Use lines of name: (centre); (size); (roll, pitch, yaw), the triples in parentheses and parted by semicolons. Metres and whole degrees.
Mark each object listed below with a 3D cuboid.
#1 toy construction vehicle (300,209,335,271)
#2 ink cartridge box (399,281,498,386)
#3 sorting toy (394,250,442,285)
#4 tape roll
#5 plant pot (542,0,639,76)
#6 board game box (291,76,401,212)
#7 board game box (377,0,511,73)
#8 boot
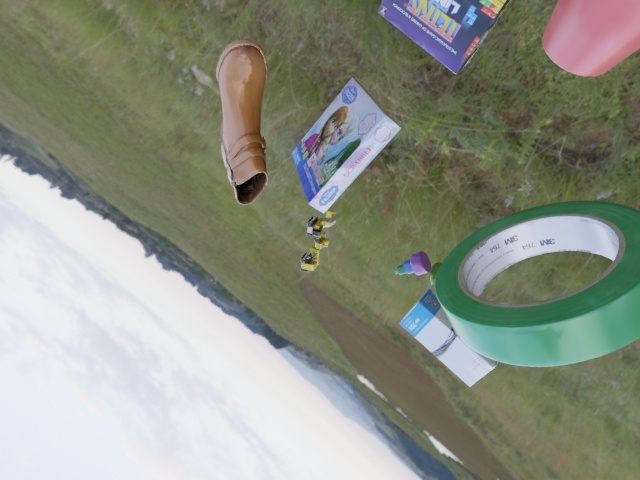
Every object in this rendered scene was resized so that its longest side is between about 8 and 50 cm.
toy construction vehicle: (0.000, 0.000, 0.714); (0.035, 0.098, 0.086); (13, 119, 17)
ink cartridge box: (0.287, 0.193, 0.898); (0.190, 0.139, 0.082); (43, 123, 14)
sorting toy: (0.355, 0.157, 1.320); (0.126, 0.127, 0.365); (-23, 134, 35)
tape roll: (0.349, 0.053, 0.660); (0.077, 0.321, 0.321); (58, 161, -19)
plant pot: (0.691, -0.553, 0.989); (0.275, 0.275, 0.243); (40, 158, 11)
board game box: (0.054, -0.291, 1.233); (0.065, 0.318, 0.319); (29, -155, -32)
board game box: (0.183, -0.361, 0.622); (0.170, 0.048, 0.141); (42, 152, 7)
boot: (-0.155, -0.227, 0.842); (0.283, 0.108, 0.220); (-53, 45, 52)
